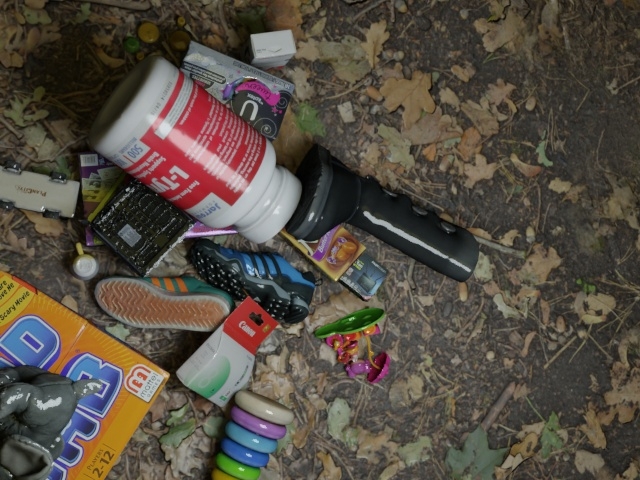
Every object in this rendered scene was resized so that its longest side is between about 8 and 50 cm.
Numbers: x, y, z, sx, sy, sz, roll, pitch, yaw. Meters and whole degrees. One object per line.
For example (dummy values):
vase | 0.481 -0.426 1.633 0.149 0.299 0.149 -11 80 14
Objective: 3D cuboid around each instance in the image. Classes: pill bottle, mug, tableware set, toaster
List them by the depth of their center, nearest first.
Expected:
pill bottle | -0.243 -0.171 1.682 0.408 0.229 0.229 36 77 -27
toaster | -0.386 -0.035 1.743 0.186 0.110 0.168 44 75 -10
mug | -0.514 0.050 1.769 0.078 0.064 0.062 43 77 -10
tableware set | -0.365 -0.455 1.870 0.154 0.024 0.104 -39 94 -14

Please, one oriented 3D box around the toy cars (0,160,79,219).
toy cars | -0.699 -0.051 1.714 0.394 0.087 0.176 -32 101 -19

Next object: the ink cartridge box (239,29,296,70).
ink cartridge box | -0.122 -0.431 1.879 0.099 0.135 0.056 -12 89 -17

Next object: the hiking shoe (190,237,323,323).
hiking shoe | -0.151 0.073 1.872 0.304 0.113 0.132 31 50 -8

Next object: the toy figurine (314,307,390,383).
toy figurine | 0.092 0.263 1.923 0.173 0.130 0.159 -18 102 5

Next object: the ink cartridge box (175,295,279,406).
ink cartridge box | -0.186 0.247 1.786 0.225 0.181 0.056 -44 58 -4

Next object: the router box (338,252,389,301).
router box | 0.090 0.075 1.961 0.122 0.038 0.092 38 76 -11

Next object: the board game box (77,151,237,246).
board game box | -0.355 -0.102 1.837 0.347 0.056 0.208 -5 84 -17

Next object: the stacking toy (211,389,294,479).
stacking toy | -0.181 0.506 1.811 0.141 0.141 0.330 24 85 -14

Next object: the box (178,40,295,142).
box | -0.208 -0.313 1.831 0.247 0.163 0.142 20 79 -14

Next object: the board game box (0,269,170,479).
board game box | -0.553 0.303 1.588 0.356 0.356 0.356 35 77 -12

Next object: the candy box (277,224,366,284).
candy box | 0.000 0.000 1.909 0.187 0.053 0.109 41 76 7

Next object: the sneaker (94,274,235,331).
sneaker | -0.337 0.131 1.806 0.302 0.121 0.108 11 103 3

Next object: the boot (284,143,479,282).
boot | 0.150 -0.019 1.840 0.445 0.367 0.146 32 118 -13

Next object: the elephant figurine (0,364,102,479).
elephant figurine | -0.496 0.336 1.355 0.169 0.186 0.239 -1 100 -59
